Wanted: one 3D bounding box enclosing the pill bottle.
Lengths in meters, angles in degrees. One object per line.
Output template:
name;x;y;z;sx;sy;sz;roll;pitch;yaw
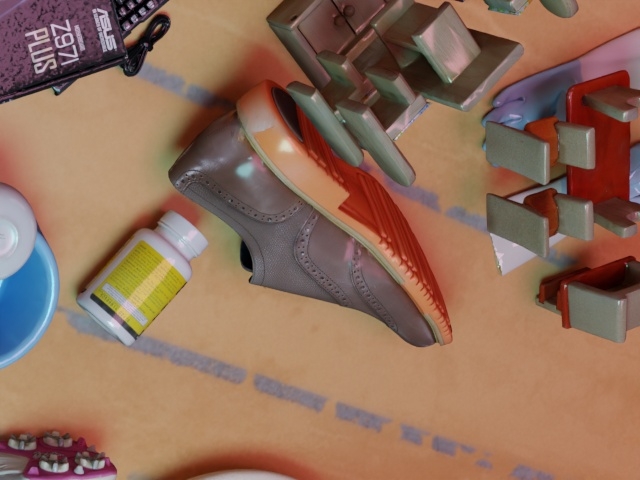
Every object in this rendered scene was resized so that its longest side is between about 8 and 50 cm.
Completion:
pill bottle;-0.154;0.030;1.461;0.116;0.065;0.065;-49;125;-10

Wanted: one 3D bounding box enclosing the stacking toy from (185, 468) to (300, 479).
stacking toy;-0.002;0.434;1.435;0.351;0.480;0.350;-10;110;-30

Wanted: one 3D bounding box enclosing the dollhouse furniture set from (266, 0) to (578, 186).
dollhouse furniture set;0.087;-0.149;1.451;0.212;0.242;0.161;-46;124;-12

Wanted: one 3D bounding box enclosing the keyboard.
keyboard;-0.167;-0.196;1.407;0.180;0.023;0.108;-43;123;-13

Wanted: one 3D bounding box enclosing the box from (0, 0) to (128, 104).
box;-0.250;-0.206;1.301;0.147;0.077;0.180;-21;110;-24

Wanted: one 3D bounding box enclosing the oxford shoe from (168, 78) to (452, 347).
oxford shoe;0.000;0.000;1.541;0.133;0.130;0.363;-33;129;13

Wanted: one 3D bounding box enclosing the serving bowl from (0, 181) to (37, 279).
serving bowl;-0.260;-0.004;1.314;0.083;0.027;0.083;-11;111;-30

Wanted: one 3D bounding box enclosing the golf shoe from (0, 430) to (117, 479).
golf shoe;-0.317;0.244;1.399;0.306;0.115;0.140;1;108;-32

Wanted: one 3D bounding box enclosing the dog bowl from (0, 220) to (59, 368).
dog bowl;-0.346;0.040;1.335;0.297;0.074;0.166;-4;107;-31

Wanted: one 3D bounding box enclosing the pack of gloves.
pack of gloves;0.270;-0.088;1.711;0.232;0.046;0.195;-25;116;-24

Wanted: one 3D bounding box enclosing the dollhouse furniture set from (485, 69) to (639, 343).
dollhouse furniture set;0.280;-0.040;1.671;0.262;0.135;0.259;-17;116;-30
